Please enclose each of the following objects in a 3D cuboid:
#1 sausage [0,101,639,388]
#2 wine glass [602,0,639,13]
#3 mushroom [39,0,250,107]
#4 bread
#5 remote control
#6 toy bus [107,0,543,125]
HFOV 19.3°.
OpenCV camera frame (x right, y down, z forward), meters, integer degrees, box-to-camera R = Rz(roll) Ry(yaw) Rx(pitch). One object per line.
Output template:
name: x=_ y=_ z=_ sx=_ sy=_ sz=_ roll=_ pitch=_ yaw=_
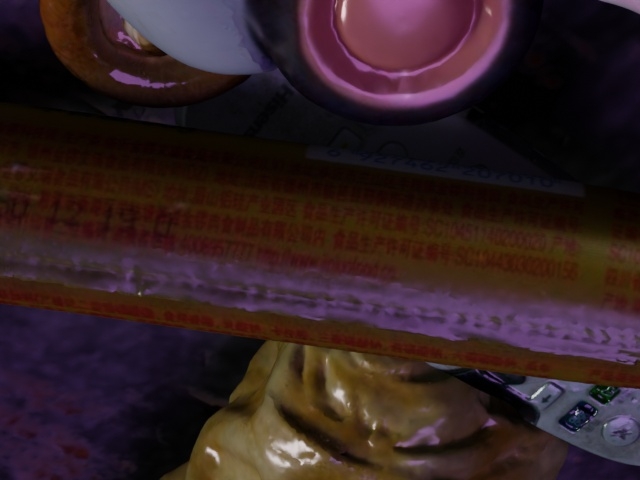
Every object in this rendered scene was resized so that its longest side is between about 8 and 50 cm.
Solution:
sausage: x=0.000 y=0.000 z=0.652 sx=0.372 sy=0.082 sz=0.082 roll=8 pitch=137 yaw=3
wine glass: x=0.076 y=-0.099 z=0.573 sx=0.073 sy=0.073 sz=0.155 roll=33 pitch=166 yaw=-38
mushroom: x=-0.049 y=-0.088 z=0.612 sx=0.088 sy=0.072 sz=0.129 roll=10 pitch=171 yaw=-2
bread: x=0.002 y=0.131 z=0.831 sx=0.152 sy=0.130 sz=0.267 roll=16 pitch=130 yaw=-24
remote control: x=0.057 y=0.003 z=0.715 sx=0.256 sy=0.045 sz=0.097 roll=37 pitch=113 yaw=-13
toy bus: x=0.030 y=-0.185 z=0.451 sx=0.288 sy=0.194 sz=0.232 roll=-25 pitch=128 yaw=16
